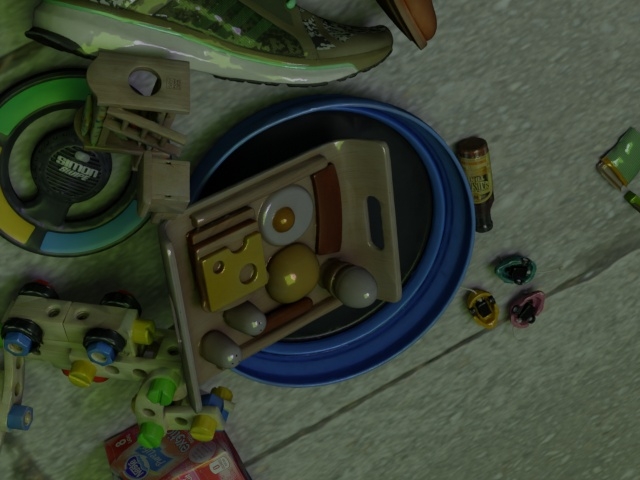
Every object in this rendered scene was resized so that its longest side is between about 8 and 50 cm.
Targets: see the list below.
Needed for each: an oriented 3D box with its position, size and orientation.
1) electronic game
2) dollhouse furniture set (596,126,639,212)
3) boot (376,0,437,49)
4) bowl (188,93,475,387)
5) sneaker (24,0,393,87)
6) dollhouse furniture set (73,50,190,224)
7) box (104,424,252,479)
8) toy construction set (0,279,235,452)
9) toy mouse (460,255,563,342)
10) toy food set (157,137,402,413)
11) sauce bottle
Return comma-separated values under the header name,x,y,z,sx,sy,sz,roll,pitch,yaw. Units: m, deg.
name,x,y,z,sx,sy,sz,roll,pitch,yaw
electronic game,-0.281,-0.084,1.320,0.229,0.048,0.229,-9,119,-16
dollhouse furniture set,0.451,-0.077,1.593,0.076,0.058,0.152,-47,122,7
boot,0.131,-0.367,1.250,0.220,0.109,0.283,-29,114,-5
bowl,0.000,0.000,1.454,0.391,0.077,0.391,-9,119,-17
sneaker,-0.099,-0.266,1.246,0.410,0.158,0.182,3,104,-25
dollhouse furniture set,-0.202,-0.076,1.196,0.101,0.161,0.182,5,157,-17
box,-0.150,0.373,1.553,0.154,0.142,0.300,-28,122,-5
toy construction set,-0.273,0.160,1.390,0.328,0.151,0.215,-5,137,1
toy mouse,0.270,0.068,1.617,0.143,0.031,0.161,-35,123,0
toy food set,-0.037,0.037,1.314,0.306,0.092,0.219,-27,125,-32
sauce bottle,0.205,-0.070,1.514,0.042,0.042,0.128,-20,120,-10
